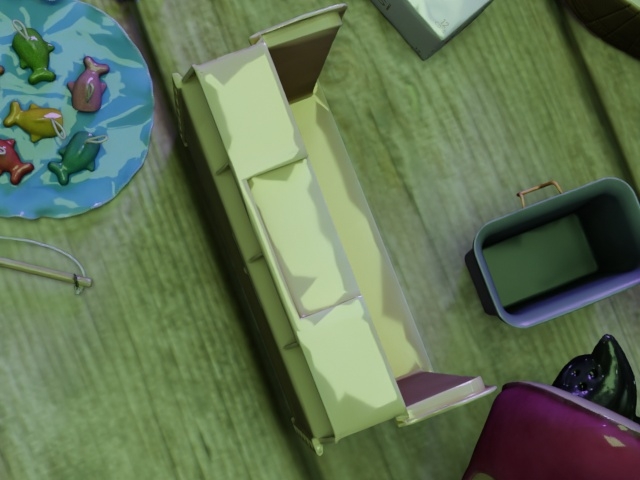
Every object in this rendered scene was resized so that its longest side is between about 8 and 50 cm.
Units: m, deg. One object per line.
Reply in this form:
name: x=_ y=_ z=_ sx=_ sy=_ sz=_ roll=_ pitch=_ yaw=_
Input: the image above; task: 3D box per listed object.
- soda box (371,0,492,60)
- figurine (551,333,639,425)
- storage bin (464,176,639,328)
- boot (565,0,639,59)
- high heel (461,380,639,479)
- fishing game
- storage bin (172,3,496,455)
soda box: x=0.045 y=-0.252 z=1.057 sx=0.074 sy=0.069 sz=0.216 roll=-41 pitch=90 yaw=-11
figurine: x=0.267 y=0.092 z=0.989 sx=0.215 sy=0.092 sz=0.209 roll=-54 pitch=130 yaw=-11
storage bin: x=0.175 y=0.008 z=1.037 sx=0.135 sy=0.091 sz=0.098 roll=-21 pitch=87 yaw=-11
boot: x=0.313 y=-0.223 z=1.092 sx=0.213 sy=0.077 sz=0.165 roll=26 pitch=80 yaw=-8
high heel: x=0.128 y=0.209 z=0.863 sx=0.127 sy=0.377 sz=0.181 roll=26 pitch=74 yaw=10
fishing game: x=-0.219 y=-0.106 z=1.016 sx=0.189 sy=0.041 sz=0.264 roll=19 pitch=81 yaw=-9
storage bin: x=0.000 y=0.000 z=0.928 sx=0.123 sy=0.260 sz=0.262 roll=-21 pitch=87 yaw=-6
